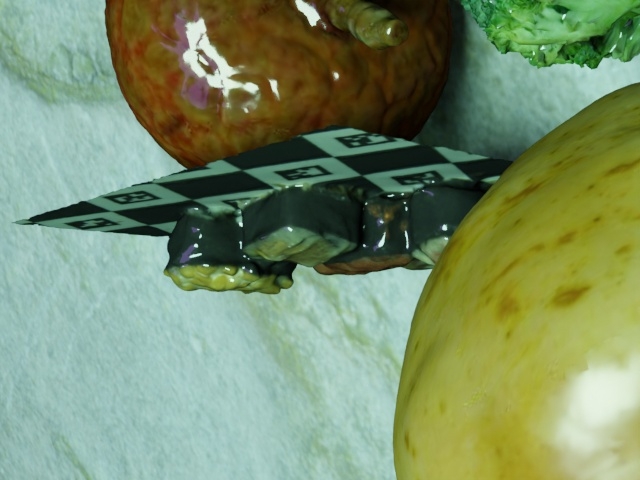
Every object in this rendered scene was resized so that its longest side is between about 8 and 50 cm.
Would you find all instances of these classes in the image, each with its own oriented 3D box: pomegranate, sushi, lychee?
[{"bbox_3d":[0.241,0.086,0.771,0.410,0.410,0.410,17,116,38],"label":"pomegranate"},{"bbox_3d":[0.000,0.000,0.986,0.294,0.292,0.059,-14,75,44],"label":"sushi"},{"bbox_3d":[-0.027,-0.154,0.992,0.300,0.255,0.255,176,76,-76],"label":"lychee"}]

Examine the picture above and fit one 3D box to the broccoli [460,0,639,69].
[{"bbox_3d":[0.179,-0.210,0.804,0.245,0.265,0.294,13,144,12],"label":"broccoli"}]
